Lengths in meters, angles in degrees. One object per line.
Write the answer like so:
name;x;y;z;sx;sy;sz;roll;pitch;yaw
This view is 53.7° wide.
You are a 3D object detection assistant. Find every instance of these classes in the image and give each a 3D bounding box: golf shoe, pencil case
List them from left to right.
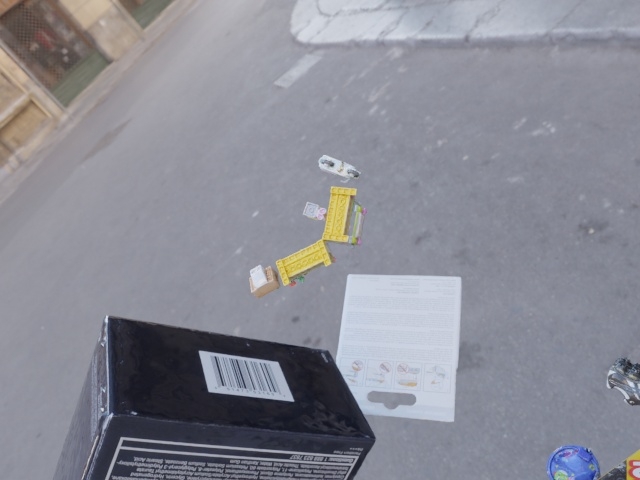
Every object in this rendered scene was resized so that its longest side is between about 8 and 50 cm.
pencil case;0.680;0.613;1.677;0.133;0.306;0.119;-47;57;0
golf shoe;0.784;0.367;1.511;0.198;0.077;0.094;36;117;39

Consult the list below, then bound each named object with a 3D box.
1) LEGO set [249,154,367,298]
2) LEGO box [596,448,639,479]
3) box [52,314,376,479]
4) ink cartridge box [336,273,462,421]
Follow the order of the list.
LEGO set;0.000;0.000;1.125;0.132;0.107;0.287;31;92;23
LEGO box;0.712;0.440;0.979;0.500;0.193;0.372;-16;11;-31
box;-0.145;0.273;0.744;0.294;0.296;0.183;-66;27;18
ink cartridge box;0.121;0.164;0.984;0.189;0.066;0.232;1;63;16
